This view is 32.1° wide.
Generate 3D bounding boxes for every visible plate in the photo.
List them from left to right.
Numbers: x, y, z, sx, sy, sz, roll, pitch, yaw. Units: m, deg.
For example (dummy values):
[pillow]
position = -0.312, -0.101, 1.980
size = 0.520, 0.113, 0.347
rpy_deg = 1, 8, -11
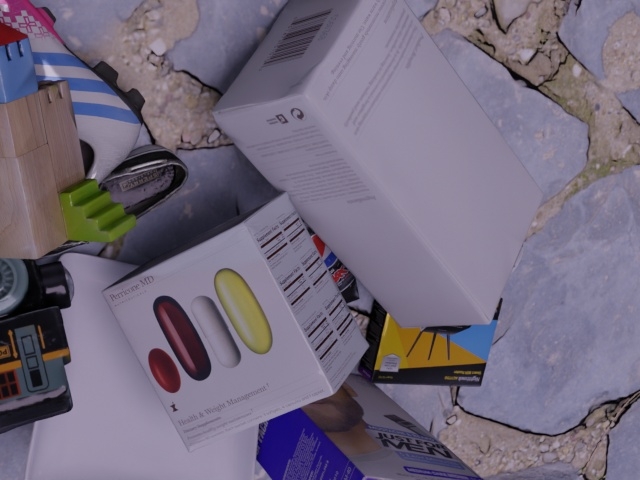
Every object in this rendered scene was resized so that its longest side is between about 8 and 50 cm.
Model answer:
[plate]
position = -0.199, 0.173, 1.312
size = 0.277, 0.045, 0.278
rpy_deg = 12, 75, -27

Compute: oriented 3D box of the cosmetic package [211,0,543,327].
[cosmetic package]
position = 0.083, -0.094, 1.300
size = 0.385, 0.156, 0.217
rpy_deg = 51, 53, -30

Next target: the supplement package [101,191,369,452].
[supplement package]
position = -0.090, 0.088, 1.227
size = 0.194, 0.149, 0.203
rpy_deg = -26, 96, 21

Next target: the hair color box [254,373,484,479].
[hair color box]
position = 0.040, 0.259, 1.331
size = 0.185, 0.339, 0.110
rpy_deg = 14, 99, -28

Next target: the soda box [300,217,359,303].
[soda box]
position = 0.000, 0.000, 1.387
size = 0.053, 0.060, 0.169
rpy_deg = -20, 114, -18

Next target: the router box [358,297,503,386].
[router box]
position = 0.150, 0.128, 1.509
size = 0.179, 0.046, 0.133
rpy_deg = 5, 105, -27

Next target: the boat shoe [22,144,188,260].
[boat shoe]
position = -0.252, -0.041, 1.249
size = 0.219, 0.070, 0.078
rpy_deg = -31, 117, -13

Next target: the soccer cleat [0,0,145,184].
[soccer cleat]
position = -0.323, -0.174, 1.135
size = 0.331, 0.116, 0.143
rpy_deg = 41, 69, -32

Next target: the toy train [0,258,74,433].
[toy train]
position = -0.412, 0.123, 1.152
size = 0.334, 0.142, 0.190
rpy_deg = -14, 80, -16

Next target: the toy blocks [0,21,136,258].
[toy blocks]
position = -0.379, -0.125, 1.044
size = 0.191, 0.381, 0.261
rpy_deg = -43, 131, -59
